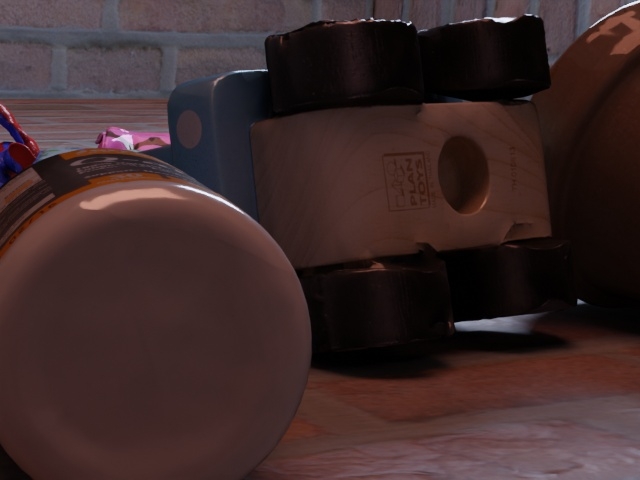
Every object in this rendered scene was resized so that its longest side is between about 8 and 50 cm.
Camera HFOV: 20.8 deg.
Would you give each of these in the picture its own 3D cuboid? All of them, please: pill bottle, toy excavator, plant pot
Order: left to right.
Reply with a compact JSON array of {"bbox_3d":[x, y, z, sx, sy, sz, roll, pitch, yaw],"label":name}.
[{"bbox_3d":[-0.112,0.034,0.927,0.162,0.162,0.278,0,9,-15],"label":"pill bottle"},{"bbox_3d":[-0.095,-0.018,1.303,0.433,0.222,0.445,-7,-2,-45],"label":"toy excavator"},{"bbox_3d":[0.311,-0.033,1.349,0.263,0.263,0.229,-3,27,-34],"label":"plant pot"}]

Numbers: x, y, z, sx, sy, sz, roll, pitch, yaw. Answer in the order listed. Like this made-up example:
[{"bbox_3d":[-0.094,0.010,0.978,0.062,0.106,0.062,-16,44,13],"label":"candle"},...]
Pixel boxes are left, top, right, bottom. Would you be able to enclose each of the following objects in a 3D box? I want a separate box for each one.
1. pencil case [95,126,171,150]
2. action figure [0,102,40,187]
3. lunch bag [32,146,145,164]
[{"bbox_3d":[-0.152,-0.080,1.930,0.209,0.098,0.095,1,8,-4],"label":"pencil case"},{"bbox_3d":[-0.369,-0.105,1.901,0.139,0.091,0.280,45,-3,-10],"label":"action figure"},{"bbox_3d":[-0.187,-0.039,1.657,0.176,0.090,0.219,1,8,-7],"label":"lunch bag"}]
